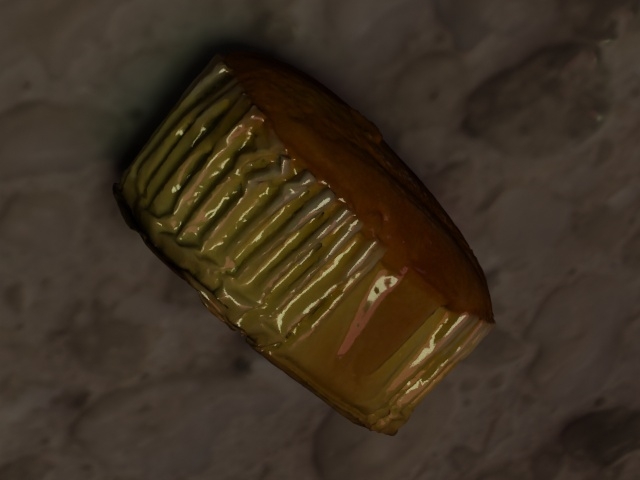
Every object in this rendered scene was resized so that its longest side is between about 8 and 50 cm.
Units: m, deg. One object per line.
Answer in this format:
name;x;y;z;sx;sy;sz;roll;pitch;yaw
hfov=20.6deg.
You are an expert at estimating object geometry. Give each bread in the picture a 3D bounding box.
bread;0.000;0.000;0.803;0.114;0.132;0.190;-47;135;8
